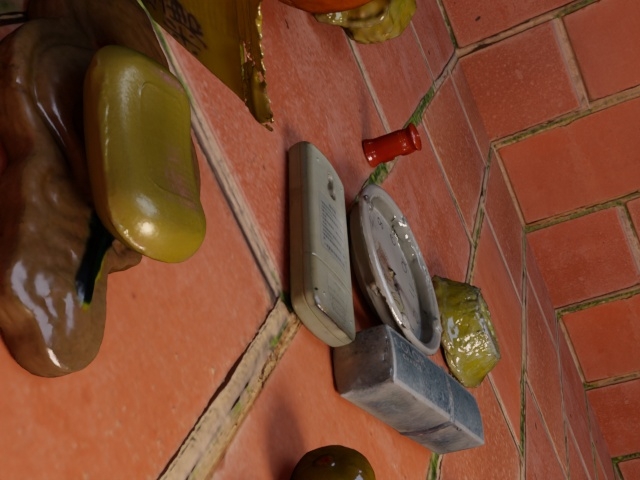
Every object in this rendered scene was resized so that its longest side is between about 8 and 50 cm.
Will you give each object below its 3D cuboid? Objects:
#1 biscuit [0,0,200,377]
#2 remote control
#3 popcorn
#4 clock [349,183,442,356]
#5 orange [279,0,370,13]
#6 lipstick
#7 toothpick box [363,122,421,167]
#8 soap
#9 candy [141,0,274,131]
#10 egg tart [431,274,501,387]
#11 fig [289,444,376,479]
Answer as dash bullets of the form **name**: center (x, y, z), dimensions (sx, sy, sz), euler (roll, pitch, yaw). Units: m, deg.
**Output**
- **biscuit**: center (-0.146, -0.057, 0.506), dimensions (0.183, 0.047, 0.320), euler (52, 29, -34)
- **remote control**: center (0.000, 0.000, 0.822), dimensions (0.098, 0.038, 0.234), euler (50, 28, -44)
- **popcorn**: center (0.066, -0.406, 1.150), dimensions (0.218, 0.169, 0.189), euler (59, 22, -12)
- **clock**: center (0.090, 0.042, 0.987), dimensions (0.236, 0.053, 0.237), euler (54, 24, -38)
- **orange**: center (-0.004, -0.422, 0.921), dimensions (0.284, 0.226, 0.284), euler (58, 19, -34)
- **lipstick**: center (0.109, 0.180, 0.883), dimensions (0.289, 0.076, 0.078), euler (43, 35, -51)
- **toothpick box**: center (0.111, -0.145, 1.157), dimensions (0.047, 0.083, 0.047), euler (52, 28, -43)
- **soap**: center (-0.109, -0.053, 0.470), dimensions (0.089, 0.045, 0.140), euler (30, 45, -62)
- **candy**: center (-0.110, -0.236, 0.561), dimensions (0.297, 0.081, 0.187), euler (58, -18, 26)
- **egg tart**: center (0.243, 0.145, 1.248), dimensions (0.197, 0.078, 0.197), euler (-18, 90, -71)
- **fig**: center (0.011, 0.213, 0.624), dimensions (0.074, 0.073, 0.088), euler (-71, 153, -59)
